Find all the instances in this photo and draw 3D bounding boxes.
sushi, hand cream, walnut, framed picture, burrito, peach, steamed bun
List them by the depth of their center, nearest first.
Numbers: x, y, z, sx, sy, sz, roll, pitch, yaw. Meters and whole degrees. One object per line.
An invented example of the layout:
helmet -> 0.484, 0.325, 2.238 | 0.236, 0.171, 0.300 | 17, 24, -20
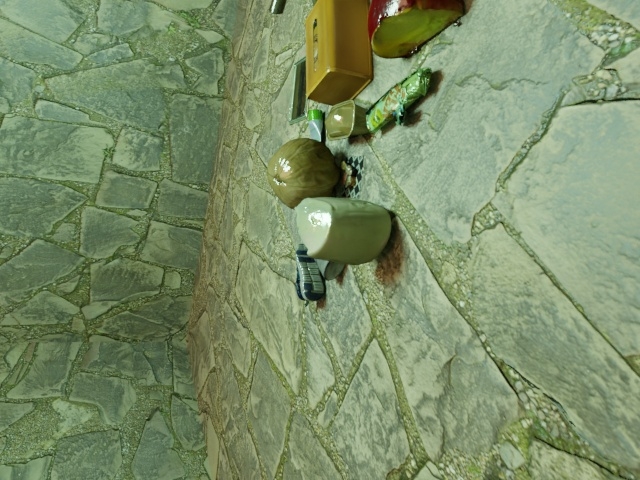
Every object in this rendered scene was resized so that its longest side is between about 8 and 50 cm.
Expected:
peach -> 0.194, -0.539, 1.178 | 0.267, 0.158, 0.154 | 166, 113, -67
burrito -> 0.187, -0.328, 1.259 | 0.288, 0.054, 0.104 | 151, 120, -62
steamed bun -> 0.049, -0.022, 1.305 | 0.200, 0.225, 0.170 | -140, 58, -60
sushi -> 0.083, -0.188, 1.507 | 0.120, 0.026, 0.126 | -165, 81, -65
walnut -> -0.048, -0.205, 1.573 | 0.228, 0.228, 0.228 | -175, 90, -67
hand cream -> -0.015, -0.307, 1.747 | 0.079, 0.050, 0.275 | 15, -106, -86
framed picture -> -0.079, -0.585, 1.969 | 0.197, 0.014, 0.252 | -170, 85, -67

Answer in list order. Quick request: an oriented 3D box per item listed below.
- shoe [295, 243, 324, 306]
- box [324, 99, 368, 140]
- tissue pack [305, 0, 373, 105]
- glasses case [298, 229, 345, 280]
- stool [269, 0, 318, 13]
shoe -> -0.047, 0.109, 1.669 | 0.106, 0.091, 0.207 | 139, 130, -58
box -> 0.070, -0.342, 1.472 | 0.177, 0.111, 0.111 | -168, 84, -67
tissue pack -> 0.046, -0.571, 1.525 | 0.194, 0.145, 0.275 | 148, 124, -64
glasses case -> 0.000, 0.000, 1.615 | 0.114, 0.060, 0.299 | -64, 30, 22
stool -> -0.075, -0.900, 1.743 | 0.178, 0.272, 0.272 | 102, 159, -49
